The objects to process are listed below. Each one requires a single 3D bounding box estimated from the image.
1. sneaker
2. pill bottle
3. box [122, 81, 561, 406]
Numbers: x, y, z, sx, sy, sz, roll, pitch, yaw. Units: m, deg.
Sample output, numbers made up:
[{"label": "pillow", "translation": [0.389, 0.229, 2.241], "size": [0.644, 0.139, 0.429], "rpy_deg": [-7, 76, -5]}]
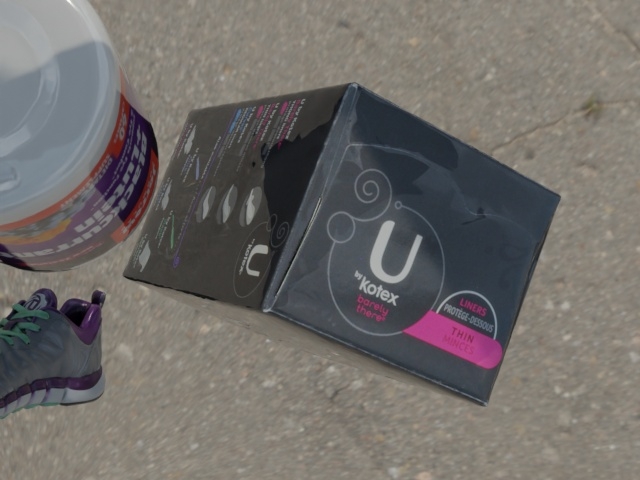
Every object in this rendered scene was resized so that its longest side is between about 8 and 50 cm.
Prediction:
[{"label": "sneaker", "translation": [-0.255, 0.086, 0.917], "size": [0.083, 0.224, 0.098], "rpy_deg": [10, 95, 26]}, {"label": "pill bottle", "translation": [-0.130, -0.043, 0.522], "size": [0.108, 0.193, 0.108], "rpy_deg": [0, 81, -1]}, {"label": "box", "translation": [0.000, 0.000, 0.774], "size": [0.165, 0.270, 0.143], "rpy_deg": [25, 82, -24]}]
